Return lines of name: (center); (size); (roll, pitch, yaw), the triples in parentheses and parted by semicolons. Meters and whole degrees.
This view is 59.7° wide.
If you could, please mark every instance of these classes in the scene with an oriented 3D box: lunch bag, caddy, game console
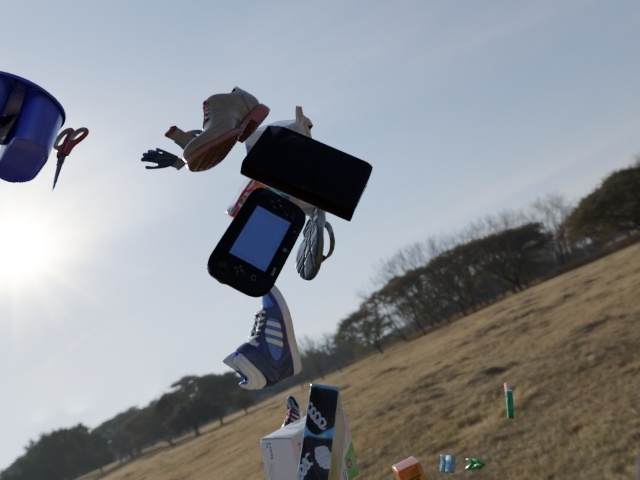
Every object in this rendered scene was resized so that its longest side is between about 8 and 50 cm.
lunch bag: (-0.281, -0.188, 2.280); (0.258, 0.120, 0.293); (-59, 14, -3)
caddy: (-0.781, -0.288, 1.379); (0.241, 0.179, 0.341); (21, -29, -35)
game console: (-0.056, -0.050, 0.927); (0.044, 0.213, 0.361); (109, -176, -50)

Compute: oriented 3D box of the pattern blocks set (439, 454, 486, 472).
pattern blocks set: (0.358, 0.726, 1.438); (0.026, 0.325, 0.285); (23, -18, -22)

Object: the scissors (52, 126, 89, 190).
scissors: (-0.766, -0.239, 1.636); (0.108, 0.297, 0.021); (-5, -41, 13)

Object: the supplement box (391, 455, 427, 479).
supplement box: (0.294, 0.767, 1.640); (0.078, 0.234, 0.080); (-22, -2, -11)

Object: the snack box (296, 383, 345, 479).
snack box: (-0.004, 0.444, 0.985); (0.060, 0.322, 0.187); (2, -41, 9)

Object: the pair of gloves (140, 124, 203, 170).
pair of gloves: (-0.416, -0.261, 1.596); (0.198, 0.023, 0.159); (-35, -21, 22)

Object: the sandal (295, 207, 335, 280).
sandal: (0.001, -0.002, 1.549); (0.120, 0.086, 0.303); (-52, 16, 32)

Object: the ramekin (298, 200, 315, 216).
ramekin: (-0.048, -0.195, 2.081); (0.207, 0.207, 0.109); (-17, 15, -27)

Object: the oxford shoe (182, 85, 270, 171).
oxford shoe: (-0.252, -0.276, 1.356); (0.123, 0.130, 0.348); (-43, 8, 34)

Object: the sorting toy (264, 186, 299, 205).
sorting toy: (-0.142, -0.189, 1.970); (0.047, 0.348, 0.196); (16, -3, -41)

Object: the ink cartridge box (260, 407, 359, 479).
ink cartridge box: (-0.025, 0.608, 1.562); (0.114, 0.199, 0.272); (-16, -6, 34)

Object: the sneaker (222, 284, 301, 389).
sneaker: (-0.211, 0.317, 1.807); (0.236, 0.323, 0.130); (-13, -8, -23)

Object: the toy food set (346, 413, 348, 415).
toy food set: (0.042, 0.606, 2.026); (0.122, 0.019, 0.078); (28, -3, -44)

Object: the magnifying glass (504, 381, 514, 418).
magnifying glass: (0.642, 0.535, 1.902); (0.026, 0.092, 0.231); (-4, 4, 17)

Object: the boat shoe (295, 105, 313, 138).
boat shoe: (-0.054, -0.396, 1.944); (0.059, 0.170, 0.063); (-8, -20, -2)

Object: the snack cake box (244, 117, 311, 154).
snack cake box: (-0.162, -0.409, 2.176); (0.152, 0.089, 0.264); (2, 21, 28)

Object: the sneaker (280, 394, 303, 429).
sneaker: (-0.093, 0.573, 1.755); (0.074, 0.171, 0.063); (-1, -30, -24)
